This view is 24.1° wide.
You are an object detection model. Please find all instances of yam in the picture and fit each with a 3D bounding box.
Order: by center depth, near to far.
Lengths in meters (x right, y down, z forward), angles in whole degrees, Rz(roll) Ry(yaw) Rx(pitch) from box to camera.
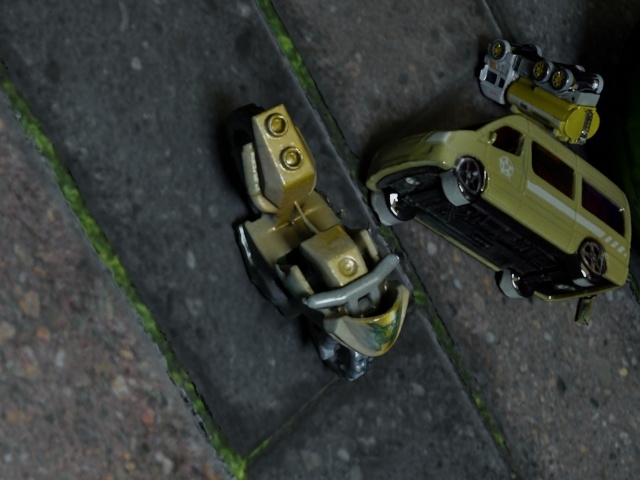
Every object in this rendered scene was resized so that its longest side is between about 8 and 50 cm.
[{"bbox_3d":[0.260,0.034,1.416,0.014,0.014,0.107,36,60,-30],"label":"yam"}]

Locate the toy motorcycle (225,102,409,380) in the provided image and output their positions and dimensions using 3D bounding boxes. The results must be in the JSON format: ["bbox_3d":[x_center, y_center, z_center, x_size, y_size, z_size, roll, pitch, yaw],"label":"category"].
[{"bbox_3d":[0.000,0.000,1.125,0.094,0.130,0.229,-26,99,-20],"label":"toy motorcycle"}]

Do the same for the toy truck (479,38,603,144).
[{"bbox_3d":[0.195,-0.133,1.328,0.052,0.123,0.062,2,113,-41],"label":"toy truck"}]

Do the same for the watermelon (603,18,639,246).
[{"bbox_3d":[0.431,-0.088,1.381,0.363,0.363,0.363,9,75,-39],"label":"watermelon"}]

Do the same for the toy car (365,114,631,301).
[{"bbox_3d":[0.158,-0.041,1.289,0.257,0.101,0.124,31,59,-33],"label":"toy car"}]
